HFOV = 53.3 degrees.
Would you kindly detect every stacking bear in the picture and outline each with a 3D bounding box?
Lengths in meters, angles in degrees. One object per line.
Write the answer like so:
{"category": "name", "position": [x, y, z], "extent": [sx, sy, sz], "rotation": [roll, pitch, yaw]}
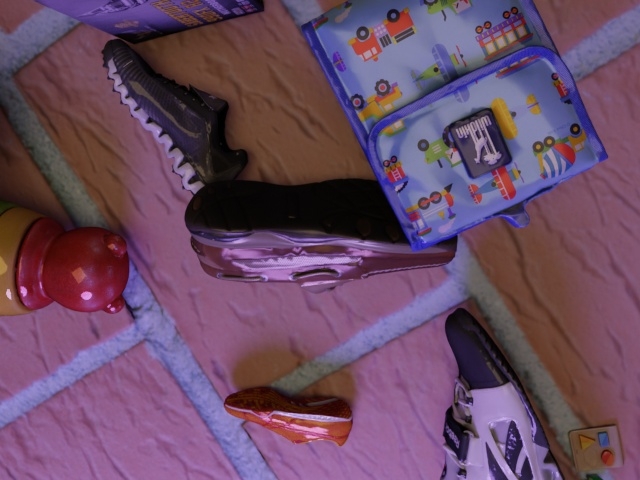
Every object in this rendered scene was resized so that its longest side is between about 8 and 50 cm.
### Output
{"category": "stacking bear", "position": [-0.389, 0.025, 0.819], "extent": [0.289, 0.164, 0.175], "rotation": [7, 99, 2]}

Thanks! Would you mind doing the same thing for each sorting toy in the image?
{"category": "sorting toy", "position": [0.359, 0.282, 0.824], "extent": [0.062, 0.012, 0.083], "rotation": [-12, 96, 9]}

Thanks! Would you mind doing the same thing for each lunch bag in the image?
{"category": "lunch bag", "position": [0.148, -0.142, 0.701], "extent": [0.221, 0.138, 0.293], "rotation": [-27, 84, 8]}

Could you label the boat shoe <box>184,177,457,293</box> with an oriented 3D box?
{"category": "boat shoe", "position": [0.000, 0.000, 0.790], "extent": [0.324, 0.122, 0.119], "rotation": [4, 131, -2]}

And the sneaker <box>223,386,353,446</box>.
{"category": "sneaker", "position": [-0.046, 0.240, 0.848], "extent": [0.175, 0.064, 0.067], "rotation": [10, 109, 9]}

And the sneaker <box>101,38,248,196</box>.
{"category": "sneaker", "position": [-0.173, -0.163, 0.800], "extent": [0.106, 0.078, 0.234], "rotation": [-34, 96, 8]}

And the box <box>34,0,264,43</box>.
{"category": "box", "position": [-0.178, -0.283, 0.701], "extent": [0.183, 0.231, 0.056], "rotation": [-11, 95, 9]}

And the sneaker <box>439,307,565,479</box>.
{"category": "sneaker", "position": [0.201, 0.249, 0.784], "extent": [0.146, 0.122, 0.330], "rotation": [-24, 94, 8]}
